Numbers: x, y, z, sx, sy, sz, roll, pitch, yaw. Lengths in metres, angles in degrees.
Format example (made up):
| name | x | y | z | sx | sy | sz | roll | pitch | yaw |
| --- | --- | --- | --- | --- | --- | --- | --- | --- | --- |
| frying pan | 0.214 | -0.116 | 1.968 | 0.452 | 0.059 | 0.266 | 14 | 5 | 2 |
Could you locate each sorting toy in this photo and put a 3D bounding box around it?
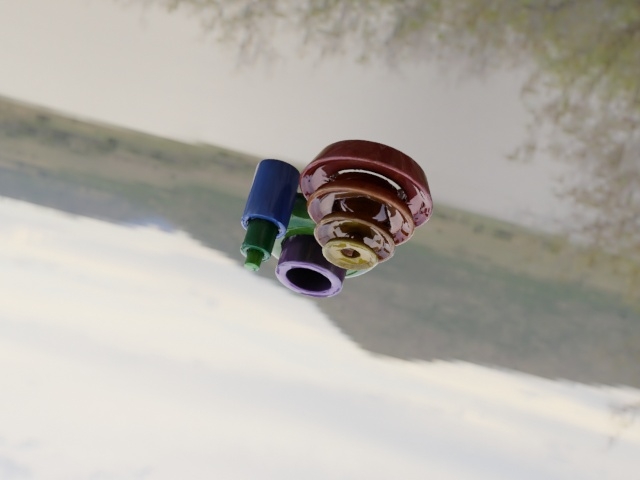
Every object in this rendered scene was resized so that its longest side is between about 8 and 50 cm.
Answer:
| name | x | y | z | sx | sy | sz | roll | pitch | yaw |
| --- | --- | --- | --- | --- | --- | --- | --- | --- | --- |
| sorting toy | 0.000 | 0.000 | 0.587 | 0.061 | 0.042 | 0.102 | 21 | 151 | -10 |
